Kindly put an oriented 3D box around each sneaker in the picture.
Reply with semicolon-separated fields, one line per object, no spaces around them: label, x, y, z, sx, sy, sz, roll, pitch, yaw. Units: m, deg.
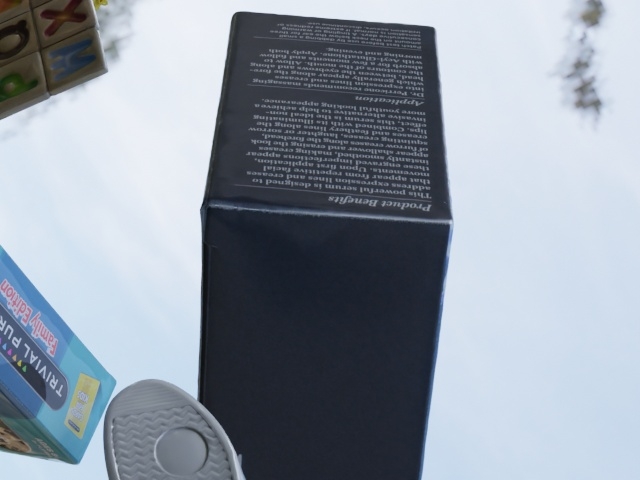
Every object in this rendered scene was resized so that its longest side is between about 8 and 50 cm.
sneaker;-0.083;0.230;1.271;0.256;0.094;0.151;58;-18;18

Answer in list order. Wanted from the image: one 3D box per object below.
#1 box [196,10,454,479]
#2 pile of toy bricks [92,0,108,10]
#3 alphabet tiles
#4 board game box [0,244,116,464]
box;0.000;0.000;1.650;0.395;0.212;0.294;-87;-178;-58
pile of toy bricks;-0.219;-0.181;1.411;0.105;0.212;0.118;42;5;37
alphabet tiles;-0.250;-0.154;1.167;0.009;0.198;0.237;60;9;-50
board game box;-0.355;0.052;1.295;0.336;0.079;0.254;6;-32;28
